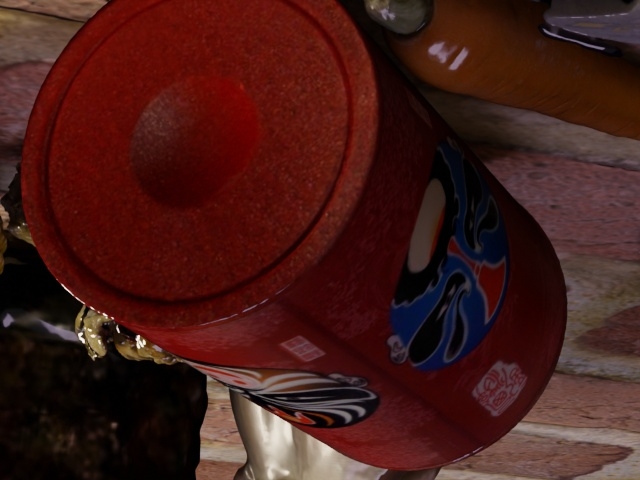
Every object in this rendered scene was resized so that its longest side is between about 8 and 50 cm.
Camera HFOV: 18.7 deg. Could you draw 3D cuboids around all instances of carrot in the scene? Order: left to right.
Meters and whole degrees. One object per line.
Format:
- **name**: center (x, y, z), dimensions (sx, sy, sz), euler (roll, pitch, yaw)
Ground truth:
- **carrot**: center (0.132, -0.096, 1.075), dimensions (0.069, 0.069, 0.336), euler (-18, 160, 37)

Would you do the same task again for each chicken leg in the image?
- **chicken leg**: center (-0.128, 0.019, 1.266), dimensions (0.196, 0.125, 0.080), euler (14, 180, -35)

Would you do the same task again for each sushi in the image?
- **sushi**: center (-0.222, 0.175, 1.417), dimensions (0.281, 0.294, 0.299), euler (0, 169, -1)

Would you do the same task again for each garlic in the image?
- **garlic**: center (0.048, 0.111, 1.386), dimensions (0.210, 0.292, 0.237), euler (10, 145, 41)

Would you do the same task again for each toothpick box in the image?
- **toothpick box**: center (0.000, 0.000, 1.108), dimensions (0.204, 0.204, 0.333), euler (-10, 159, 20)

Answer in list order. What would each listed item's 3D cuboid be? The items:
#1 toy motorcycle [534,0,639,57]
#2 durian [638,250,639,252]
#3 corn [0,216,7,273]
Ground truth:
- **toy motorcycle**: center (0.148, -0.141, 0.920), dimensions (0.215, 0.080, 0.122), euler (7, 158, -11)
- **durian**: center (0.290, 0.050, 1.437), dimensions (0.140, 0.078, 0.224), euler (-11, 159, 23)
- **corn**: center (-0.244, -0.028, 1.174), dimensions (0.091, 0.091, 0.260), euler (4, 157, 0)
